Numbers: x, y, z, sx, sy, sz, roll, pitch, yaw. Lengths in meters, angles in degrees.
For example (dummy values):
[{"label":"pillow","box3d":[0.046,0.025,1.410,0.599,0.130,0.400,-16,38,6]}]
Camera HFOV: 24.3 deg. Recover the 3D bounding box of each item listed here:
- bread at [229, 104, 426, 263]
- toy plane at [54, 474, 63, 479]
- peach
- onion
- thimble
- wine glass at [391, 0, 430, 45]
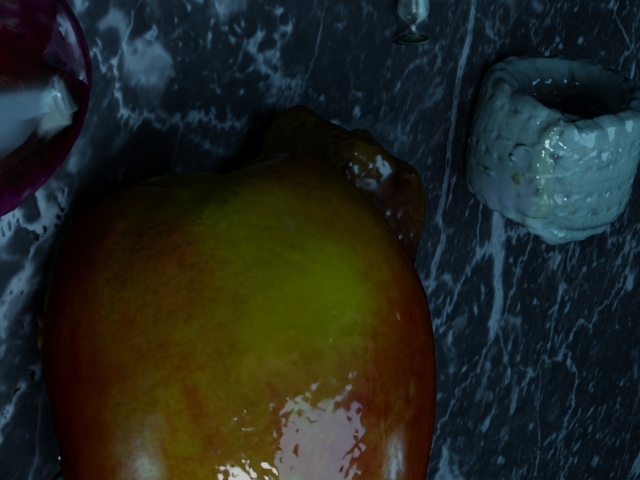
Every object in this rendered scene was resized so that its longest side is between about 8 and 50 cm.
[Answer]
[{"label":"bread","box3d":[-0.010,0.004,1.413,0.232,0.135,0.247,16,93,-48]},{"label":"toy plane","box3d":[-0.252,0.273,1.180,0.381,0.106,0.155,-26,134,-54]},{"label":"peach","box3d":[-0.051,0.131,1.191,0.306,0.242,0.380,-30,110,-55]},{"label":"onion","box3d":[-0.237,-0.091,0.923,0.207,0.200,0.201,-27,128,-46]},{"label":"thimble","box3d":[0.279,-0.112,1.781,0.250,0.205,0.172,-55,157,-60]},{"label":"wine glass","box3d":[0.095,-0.247,1.559,0.039,0.042,0.083,-101,-172,-64]}]
